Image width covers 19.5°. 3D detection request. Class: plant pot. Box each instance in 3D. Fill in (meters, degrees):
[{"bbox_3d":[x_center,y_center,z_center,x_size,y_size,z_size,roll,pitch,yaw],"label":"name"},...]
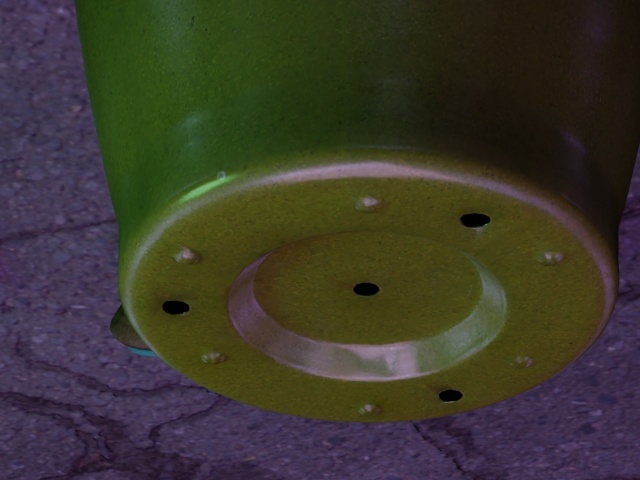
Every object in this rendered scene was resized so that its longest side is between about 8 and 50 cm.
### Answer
[{"bbox_3d":[0.027,-0.108,0.971,0.367,0.353,0.366,0,146,0],"label":"plant pot"}]

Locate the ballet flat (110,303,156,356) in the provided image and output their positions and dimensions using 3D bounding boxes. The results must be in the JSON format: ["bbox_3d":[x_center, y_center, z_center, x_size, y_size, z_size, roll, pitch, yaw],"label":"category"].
[{"bbox_3d":[0.000,0.000,1.364,0.342,0.116,0.124,-7,125,11],"label":"ballet flat"}]
